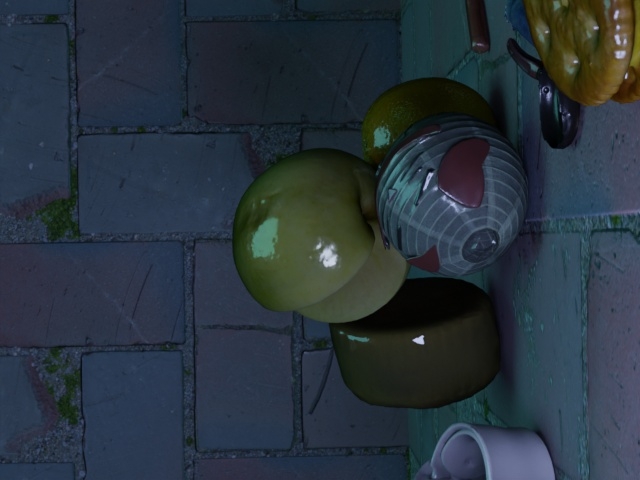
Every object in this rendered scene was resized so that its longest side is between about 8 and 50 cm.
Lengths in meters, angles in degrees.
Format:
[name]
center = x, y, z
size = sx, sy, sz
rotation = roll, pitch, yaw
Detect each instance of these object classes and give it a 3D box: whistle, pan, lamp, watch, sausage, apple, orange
[whistle]
center = 0.280, -0.255, 1.305
size = 0.304, 0.062, 0.062
rotation = -96, 5, -69
[pan]
center = 0.285, -0.199, 1.363
size = 0.212, 0.040, 0.114
rotation = -106, 10, -50
[lamp]
center = 0.195, -0.064, 1.575
size = 0.233, 0.233, 0.265
rotation = -93, 9, -51
[watch]
center = 0.250, 0.387, 1.517
size = 0.231, 0.196, 0.244
rotation = 129, 145, -53
[sausage]
center = 0.275, -0.387, 1.895
size = 0.035, 0.030, 0.147
rotation = 90, 179, -55
[apple]
center = 0.000, 0.000, 1.718
size = 0.292, 0.254, 0.291
rotation = 31, -134, -39
[orange]
center = 0.185, -0.167, 1.808
size = 0.236, 0.236, 0.236
rotation = 179, 90, -88

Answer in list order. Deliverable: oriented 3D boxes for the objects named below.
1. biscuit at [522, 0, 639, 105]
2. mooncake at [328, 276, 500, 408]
[biscuit]
center = 0.262, -0.238, 1.048
size = 0.220, 0.066, 0.220
rotation = 166, 90, -81
[mooncake]
center = 0.161, 0.174, 1.813
size = 0.284, 0.285, 0.155
rotation = -97, -1, -76
